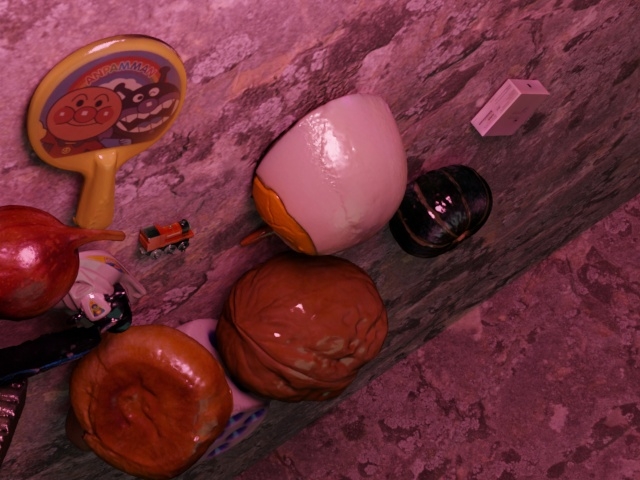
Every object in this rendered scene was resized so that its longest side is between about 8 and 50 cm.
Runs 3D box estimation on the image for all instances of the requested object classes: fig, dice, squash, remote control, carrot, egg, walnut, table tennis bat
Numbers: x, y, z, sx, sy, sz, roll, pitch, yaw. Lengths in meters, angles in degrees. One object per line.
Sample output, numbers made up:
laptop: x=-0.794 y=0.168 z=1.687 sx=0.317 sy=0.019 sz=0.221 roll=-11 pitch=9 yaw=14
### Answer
fig: x=-0.401 y=0.019 z=1.229 sx=0.207 sy=0.175 sz=0.175 roll=-25 pitch=160 yaw=6
dice: x=-0.280 y=0.351 z=2.012 sx=0.259 sy=0.251 sz=0.243 roll=-44 pitch=157 yaw=25
squash: x=0.282 y=-0.068 z=2.038 sx=0.252 sy=0.165 sz=0.252 roll=-31 pitch=162 yaw=-11
remote control: x=-0.536 y=0.215 z=1.499 sx=0.144 sy=0.062 sz=0.398 roll=-24 pitch=176 yaw=25
carrot: x=-0.098 y=-0.021 z=1.776 sx=0.142 sy=0.035 sz=0.035 roll=-21 pitch=157 yaw=-12
egg: x=0.044 y=-0.093 z=1.596 sx=0.337 sy=0.201 sz=0.337 roll=-30 pitch=161 yaw=-12
walnut: x=-0.042 y=0.185 z=1.909 sx=0.397 sy=0.308 sz=0.354 roll=14 pitch=117 yaw=-51
table tennis bat: x=-0.300 y=-0.136 z=1.207 sx=0.224 sy=0.054 sz=0.369 roll=-17 pitch=150 yaw=-33

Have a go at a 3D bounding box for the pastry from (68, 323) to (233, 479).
pastry: x=-0.347 y=0.327 z=1.775 sx=0.356 sy=0.356 sz=0.164 roll=-43 pitch=180 yaw=23

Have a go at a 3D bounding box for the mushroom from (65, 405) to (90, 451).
mushroom: x=-0.448 y=0.431 z=2.109 sx=0.407 sy=0.154 sz=0.138 roll=18 pitch=86 yaw=-56

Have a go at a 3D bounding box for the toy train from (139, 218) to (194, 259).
toy train: x=-0.272 y=-0.007 z=1.543 sx=0.103 sy=0.044 sz=0.064 roll=-20 pitch=144 yaw=-32

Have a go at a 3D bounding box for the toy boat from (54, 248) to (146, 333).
toy boat: x=-0.383 y=0.097 z=1.487 sx=0.140 sy=0.141 sz=0.269 roll=-32 pitch=173 yaw=-5

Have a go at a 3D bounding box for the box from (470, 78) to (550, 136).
box: x=0.414 y=-0.291 z=1.901 sx=0.129 sy=0.051 sz=0.130 roll=-9 pitch=148 yaw=-47

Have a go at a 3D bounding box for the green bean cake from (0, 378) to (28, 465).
green bean cake: x=-0.617 y=0.341 z=1.617 sx=0.094 sy=0.173 sz=0.181 roll=18 pitch=140 yaw=-12
